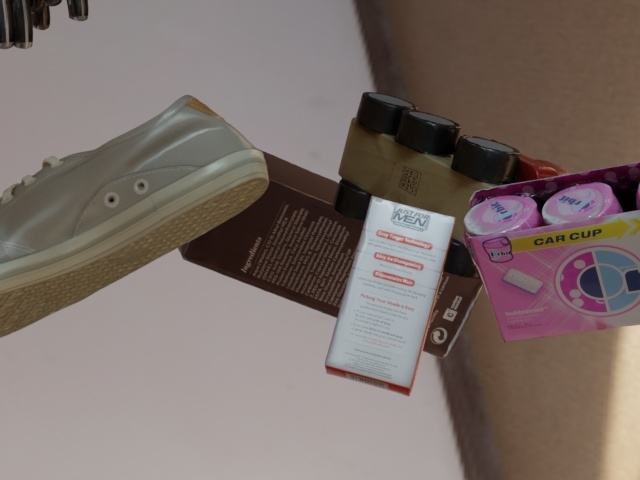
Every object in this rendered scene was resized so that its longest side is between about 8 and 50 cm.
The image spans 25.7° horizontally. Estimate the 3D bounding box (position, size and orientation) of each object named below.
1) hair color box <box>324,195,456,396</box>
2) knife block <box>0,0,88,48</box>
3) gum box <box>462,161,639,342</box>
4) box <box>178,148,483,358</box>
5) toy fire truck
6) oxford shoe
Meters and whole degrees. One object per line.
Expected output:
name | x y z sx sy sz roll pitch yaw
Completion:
hair color box | 0.055 0.044 1.100 0.043 0.072 0.141 81 -155 -75
knife block | -0.260 -0.282 1.013 0.088 0.275 0.242 1 56 50
gum box | 0.206 0.007 1.045 0.062 0.188 0.107 -77 -28 -50
box | 0.000 0.000 1.779 0.143 0.381 0.191 -65 23 11
toy fire truck | 0.161 -0.032 1.340 0.217 0.246 0.159 30 112 48
oxford shoe | -0.270 -0.010 1.412 0.130 0.449 0.169 62 180 11
